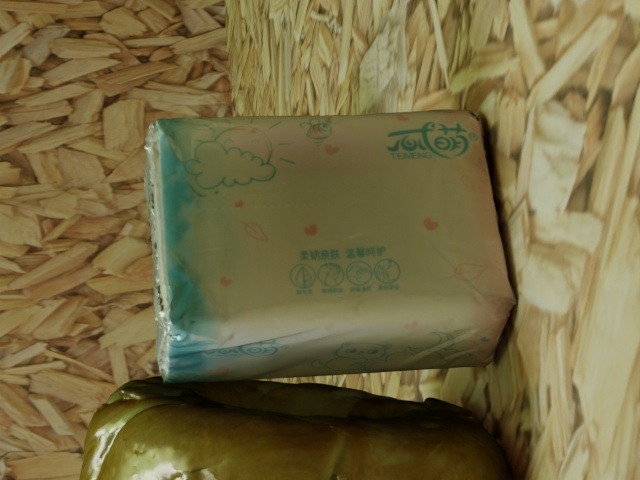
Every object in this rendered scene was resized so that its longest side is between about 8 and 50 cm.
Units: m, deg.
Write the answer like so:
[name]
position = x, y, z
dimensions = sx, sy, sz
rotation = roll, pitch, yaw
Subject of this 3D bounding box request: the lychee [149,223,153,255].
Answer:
[lychee]
position = -0.058, -0.005, 1.648
dimensions = 0.274, 0.255, 0.255
rotation = 85, 177, -58

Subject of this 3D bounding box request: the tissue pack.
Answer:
[tissue pack]
position = 0.000, 0.002, 1.183
dimensions = 0.124, 0.271, 0.201
rotation = 107, 159, -65

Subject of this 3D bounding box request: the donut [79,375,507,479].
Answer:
[donut]
position = -0.019, 0.203, 1.224
dimensions = 0.360, 0.360, 0.170
rotation = -175, 92, -82
